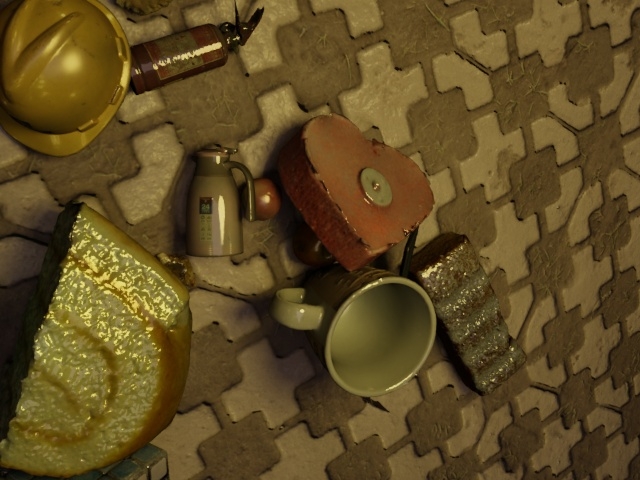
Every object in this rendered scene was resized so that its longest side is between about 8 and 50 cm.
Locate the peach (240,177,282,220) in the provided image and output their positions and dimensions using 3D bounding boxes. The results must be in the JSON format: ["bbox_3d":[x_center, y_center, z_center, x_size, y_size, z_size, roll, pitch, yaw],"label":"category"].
[{"bbox_3d":[-0.111,-0.080,0.970,0.083,0.083,0.083,-6,105,-23],"label":"peach"}]

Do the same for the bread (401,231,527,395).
[{"bbox_3d":[0.353,0.183,1.224,0.165,0.113,0.417,-38,114,-14],"label":"bread"}]

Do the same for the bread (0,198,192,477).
[{"bbox_3d":[-0.346,0.155,0.841,0.264,0.239,0.395,20,91,-29],"label":"bread"}]

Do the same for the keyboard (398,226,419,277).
[{"bbox_3d":[0.175,0.137,1.119,0.103,0.041,0.381,-57,152,-48],"label":"keyboard"}]

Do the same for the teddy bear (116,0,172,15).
[{"bbox_3d":[-0.248,-0.515,0.766,0.267,0.156,0.256,-38,113,-10],"label":"teddy bear"}]

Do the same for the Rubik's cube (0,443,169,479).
[{"bbox_3d":[-0.407,0.468,0.837,0.237,0.236,0.238,-23,118,-57],"label":"Rubik's cube"}]

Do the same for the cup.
[{"bbox_3d":[0.028,0.144,0.988,0.301,0.257,0.227,13,94,-27],"label":"cup"}]

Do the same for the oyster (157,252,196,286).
[{"bbox_3d":[-0.269,0.055,0.960,0.093,0.034,0.051,23,100,-31],"label":"oyster"}]

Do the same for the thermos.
[{"bbox_3d":[-0.178,-0.071,0.920,0.105,0.137,0.193,-12,104,-65],"label":"thermos"}]

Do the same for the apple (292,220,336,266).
[{"bbox_3d":[0.000,0.000,1.027,0.114,0.102,0.099,-26,113,-16],"label":"apple"}]

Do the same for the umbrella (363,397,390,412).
[{"bbox_3d":[0.128,0.393,1.229,0.122,0.013,0.022,43,62,-25],"label":"umbrella"}]

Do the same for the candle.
[{"bbox_3d":[0.070,-0.072,0.971,0.316,0.131,0.287,18,52,-29],"label":"candle"}]

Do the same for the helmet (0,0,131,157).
[{"bbox_3d":[-0.403,-0.253,0.735,0.205,0.140,0.257,26,95,-5],"label":"helmet"}]

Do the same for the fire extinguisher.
[{"bbox_3d":[-0.206,-0.325,0.854,0.252,0.106,0.075,-25,92,-16],"label":"fire extinguisher"}]
